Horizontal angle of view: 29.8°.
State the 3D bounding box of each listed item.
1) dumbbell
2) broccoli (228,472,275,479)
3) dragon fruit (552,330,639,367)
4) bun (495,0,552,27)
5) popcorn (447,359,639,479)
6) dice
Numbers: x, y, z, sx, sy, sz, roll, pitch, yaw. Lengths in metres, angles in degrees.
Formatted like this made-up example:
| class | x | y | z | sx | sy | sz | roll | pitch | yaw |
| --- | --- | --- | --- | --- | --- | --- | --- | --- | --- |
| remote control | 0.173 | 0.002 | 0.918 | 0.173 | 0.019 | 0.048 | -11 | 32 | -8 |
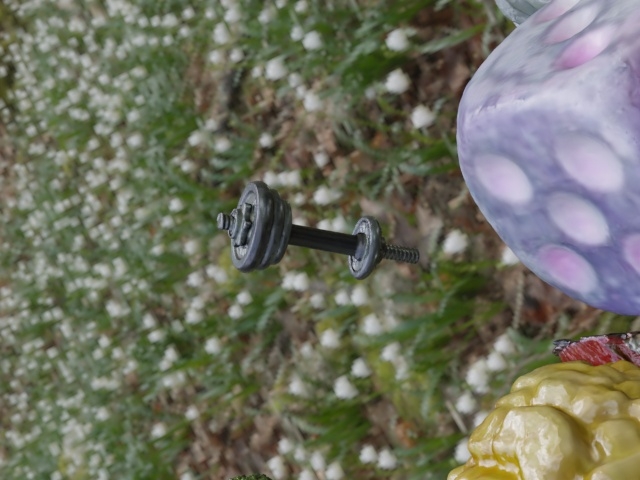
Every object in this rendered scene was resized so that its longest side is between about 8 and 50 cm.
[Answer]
| class | x | y | z | sx | sy | sz | roll | pitch | yaw |
| --- | --- | --- | --- | --- | --- | --- | --- | --- | --- |
| dumbbell | 0.000 | 0.000 | 1.439 | 0.110 | 0.254 | 0.110 | -169 | 90 | -71 |
| broccoli | -0.087 | 0.450 | 1.549 | 0.303 | 0.321 | 0.283 | 17 | 170 | 15 |
| dragon fruit | 0.440 | 0.190 | 1.561 | 0.343 | 0.282 | 0.100 | 46 | -127 | -65 |
| bun | 0.404 | -0.406 | 1.779 | 0.354 | 0.354 | 0.194 | 99 | 177 | -70 |
| popcorn | 0.164 | 0.223 | 0.838 | 0.225 | 0.332 | 0.265 | 52 | 156 | 35 |
| dice | 0.318 | -0.106 | 1.164 | 0.270 | 0.270 | 0.271 | 52 | 153 | -17 |
